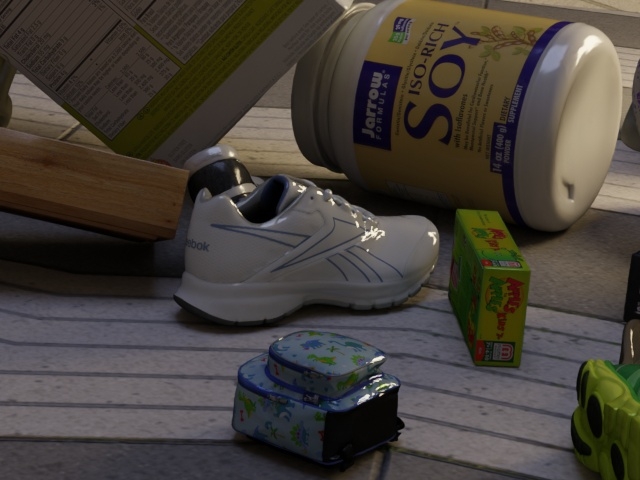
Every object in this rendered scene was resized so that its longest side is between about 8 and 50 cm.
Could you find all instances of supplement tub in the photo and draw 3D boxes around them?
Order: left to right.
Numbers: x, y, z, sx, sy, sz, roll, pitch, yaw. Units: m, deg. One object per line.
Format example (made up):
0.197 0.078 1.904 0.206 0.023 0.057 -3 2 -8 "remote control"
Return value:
0.158 -0.155 1.879 0.331 0.241 0.241 13 20 28 "supplement tub"

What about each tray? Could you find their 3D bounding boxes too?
-0.345 -0.074 1.565 0.411 0.076 0.203 12 -3 -11 "tray"

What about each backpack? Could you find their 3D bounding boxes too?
-0.006 0.115 1.236 0.114 0.084 0.105 11 16 30 "backpack"

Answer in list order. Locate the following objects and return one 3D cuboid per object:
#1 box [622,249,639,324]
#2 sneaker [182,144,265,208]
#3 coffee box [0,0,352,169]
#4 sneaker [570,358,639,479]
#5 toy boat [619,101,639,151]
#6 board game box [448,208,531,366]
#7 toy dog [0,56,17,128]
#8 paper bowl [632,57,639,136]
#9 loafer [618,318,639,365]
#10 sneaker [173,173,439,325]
0.474 0.038 1.608 0.242 0.076 0.307 14 20 29 "box"
-0.081 -0.008 1.646 0.079 0.121 0.217 -25 -17 4 "sneaker"
-0.165 -0.338 1.894 0.334 0.338 0.337 40 32 -13 "coffee box"
0.259 0.151 1.140 0.123 0.109 0.295 -1 17 -3 "sneaker"
0.458 -0.101 1.832 0.318 0.148 0.267 36 -18 -31 "toy boat"
0.154 0.040 1.498 0.043 0.092 0.181 2 17 -4 "board game box"
-0.505 -0.308 2.006 0.285 0.395 0.408 -2 20 22 "toy dog"
0.458 -0.134 1.644 0.284 0.148 0.284 4 61 -8 "paper bowl"
0.275 0.115 1.361 0.050 0.056 0.148 8 28 11 "loafer"
0.000 0.000 1.534 0.297 0.129 0.111 -8 19 -38 "sneaker"
